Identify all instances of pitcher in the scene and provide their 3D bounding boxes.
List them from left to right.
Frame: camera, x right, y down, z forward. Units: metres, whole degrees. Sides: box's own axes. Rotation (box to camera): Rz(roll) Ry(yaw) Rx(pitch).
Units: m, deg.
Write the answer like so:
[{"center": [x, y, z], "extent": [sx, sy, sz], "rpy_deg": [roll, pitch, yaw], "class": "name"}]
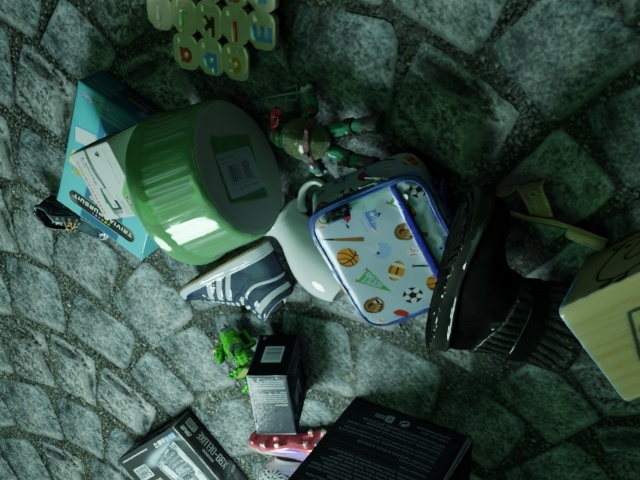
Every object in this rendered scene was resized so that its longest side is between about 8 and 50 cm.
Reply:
[{"center": [0.000, 0.000, 1.708], "extent": [0.207, 0.125, 0.177], "rpy_deg": [48, 117, 14], "class": "pitcher"}]

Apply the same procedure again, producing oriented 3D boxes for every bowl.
[{"center": [-0.076, 0.556, 2.081], "extent": [0.170, 0.170, 0.080], "rpy_deg": [7, 88, 30], "class": "bowl"}]

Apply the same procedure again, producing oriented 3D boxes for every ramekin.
[{"center": [-0.205, -0.117, 1.648], "extent": [0.148, 0.303, 0.303], "rpy_deg": [-17, 107, 30], "class": "ramekin"}]

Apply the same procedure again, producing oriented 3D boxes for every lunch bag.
[{"center": [0.131, -0.001, 1.556], "extent": [0.243, 0.115, 0.303], "rpy_deg": [-20, 121, 17], "class": "lunch bag"}]

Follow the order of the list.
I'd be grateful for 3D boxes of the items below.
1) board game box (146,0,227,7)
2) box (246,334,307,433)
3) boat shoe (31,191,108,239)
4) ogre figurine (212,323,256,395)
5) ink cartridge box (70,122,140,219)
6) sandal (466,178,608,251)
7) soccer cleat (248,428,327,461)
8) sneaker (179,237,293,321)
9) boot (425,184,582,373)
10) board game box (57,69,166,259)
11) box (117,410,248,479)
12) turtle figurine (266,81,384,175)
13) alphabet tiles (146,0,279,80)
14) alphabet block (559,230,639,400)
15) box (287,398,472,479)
[{"center": [-0.251, -0.477, 1.632], "extent": [0.186, 0.026, 0.126], "rpy_deg": [12, 123, 26], "class": "board game box"}, {"center": [-0.092, 0.310, 1.907], "extent": [0.093, 0.156, 0.158], "rpy_deg": [-2, 118, 10], "class": "box"}, {"center": [-0.590, -0.042, 2.073], "extent": [0.183, 0.083, 0.065], "rpy_deg": [30, 129, 14], "class": "boat shoe"}, {"center": [-0.180, 0.265, 1.971], "extent": [0.097, 0.197, 0.118], "rpy_deg": [-36, 57, 7], "class": "ogre figurine"}, {"center": [-0.387, -0.131, 1.733], "extent": [0.219, 0.093, 0.160], "rpy_deg": [-5, 115, 56], "class": "ink cartridge box"}, {"center": [0.371, -0.061, 1.468], "extent": [0.240, 0.088, 0.079], "rpy_deg": [22, 96, 12], "class": "sandal"}, {"center": [-0.063, 0.487, 2.061], "extent": [0.248, 0.083, 0.095], "rpy_deg": [-7, 124, 35], "class": "soccer cleat"}, {"center": [-0.179, 0.114, 1.894], "extent": [0.282, 0.099, 0.153], "rpy_deg": [-27, 99, 37], "class": "sneaker"}, {"center": [0.331, 0.069, 1.460], "extent": [0.260, 0.131, 0.348], "rpy_deg": [9, 132, 0], "class": "boot"}, {"center": [-0.429, -0.159, 1.903], "extent": [0.254, 0.079, 0.336], "rpy_deg": [34, 130, 11], "class": "board game box"}, {"center": [-0.369, 0.607, 2.327], "extent": [0.242, 0.076, 0.307], "rpy_deg": [51, 131, -4], "class": "box"}, {"center": [-0.005, -0.186, 1.597], "extent": [0.234, 0.118, 0.175], "rpy_deg": [11, 122, 21], "class": "turtle figurine"}, {"center": [-0.199, -0.435, 1.592], "extent": [0.284, 0.021, 0.277], "rpy_deg": [16, 124, 24], "class": "alphabet tiles"}, {"center": [0.526, 0.102, 1.374], "extent": [0.197, 0.192, 0.193], "rpy_deg": [-34, 98, 40], "class": "alphabet block"}, {"center": [0.084, 0.681, 1.819], "extent": [0.298, 0.472, 0.479], "rpy_deg": [14, 123, 25], "class": "box"}]
